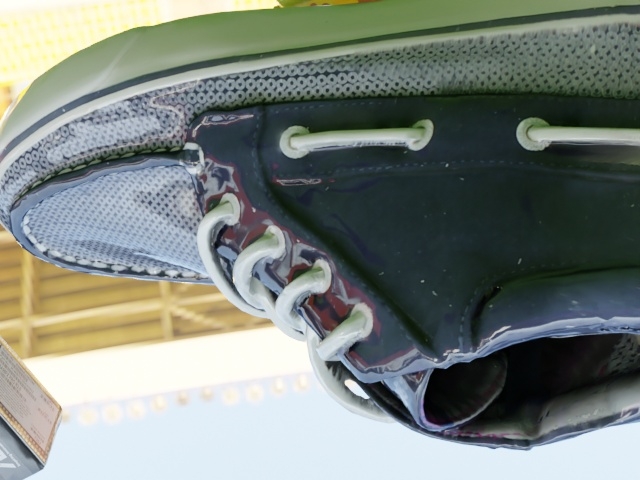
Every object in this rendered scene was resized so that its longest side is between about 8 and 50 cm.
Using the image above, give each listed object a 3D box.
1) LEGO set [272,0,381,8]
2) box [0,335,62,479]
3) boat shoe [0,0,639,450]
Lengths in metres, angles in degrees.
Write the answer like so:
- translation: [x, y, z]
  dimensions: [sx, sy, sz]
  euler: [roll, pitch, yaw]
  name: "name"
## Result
- translation: [0.026, -0.100, 0.714]
  dimensions: [0.093, 0.227, 0.087]
  euler: [-19, -158, -7]
  name: "LEGO set"
- translation: [-0.315, 0.066, 0.851]
  dimensions: [0.216, 0.270, 0.060]
  euler: [-29, -156, 17]
  name: "box"
- translation: [0.000, 0.000, 0.575]
  dimensions: [0.341, 0.127, 0.158]
  euler: [-11, -127, 26]
  name: "boat shoe"
